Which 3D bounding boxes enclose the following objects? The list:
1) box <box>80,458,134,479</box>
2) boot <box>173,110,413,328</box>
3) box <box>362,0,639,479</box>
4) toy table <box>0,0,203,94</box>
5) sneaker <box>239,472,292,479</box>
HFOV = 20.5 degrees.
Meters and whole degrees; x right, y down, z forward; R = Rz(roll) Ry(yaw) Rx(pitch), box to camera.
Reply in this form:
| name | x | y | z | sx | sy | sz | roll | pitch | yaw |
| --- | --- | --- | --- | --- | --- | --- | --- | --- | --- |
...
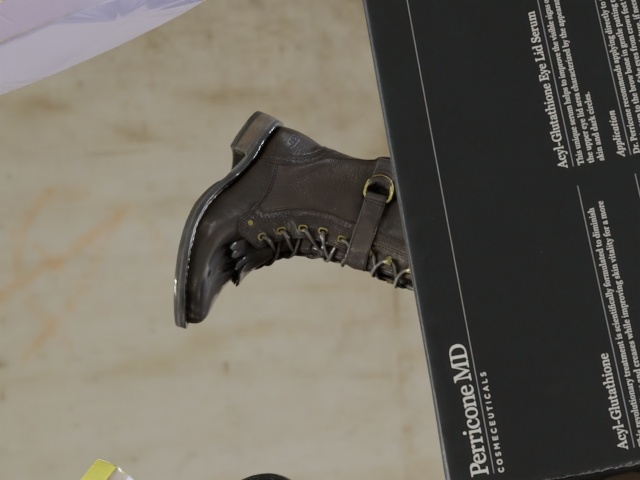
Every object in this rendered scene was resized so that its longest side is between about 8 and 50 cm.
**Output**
| name | x | y | z | sx | sy | sz | roll | pitch | yaw |
| --- | --- | --- | --- | --- | --- | --- | --- | --- | --- |
| box | -0.236 | 0.314 | 1.595 | 0.087 | 0.232 | 0.058 | 44 | -17 | -21 |
| boot | 0.000 | 0.000 | 1.676 | 0.229 | 0.263 | 0.091 | 21 | -25 | 10 |
| box | 0.128 | -0.014 | 0.795 | 0.184 | 0.261 | 0.103 | -10 | -22 | 4 |
| toy table | -0.216 | -0.204 | 1.235 | 0.274 | 0.161 | 0.252 | -23 | -2 | -24 |
| sneaker | -0.020 | 0.337 | 1.416 | 0.106 | 0.281 | 0.162 | -15 | -26 | -8 |
